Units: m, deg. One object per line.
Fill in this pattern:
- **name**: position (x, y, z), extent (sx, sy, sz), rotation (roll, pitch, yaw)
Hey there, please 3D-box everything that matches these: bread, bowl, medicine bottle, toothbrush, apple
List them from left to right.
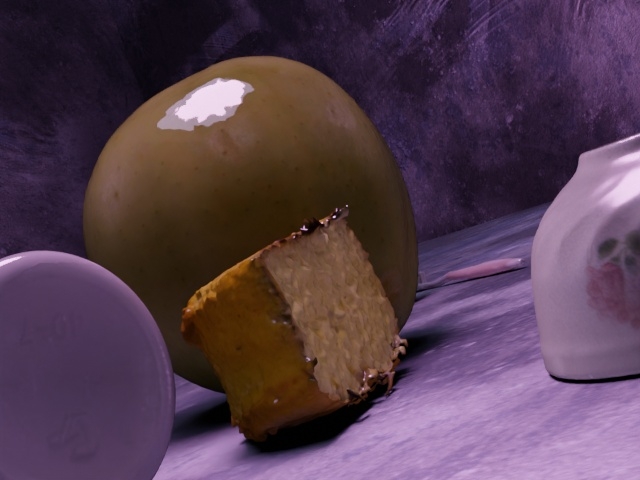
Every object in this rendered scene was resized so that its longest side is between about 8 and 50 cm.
- **medicine bottle**: position (-0.295, 0.143, 0.987), extent (0.340, 0.208, 0.208), rotation (-19, 1, 45)
- **apple**: position (-0.073, -0.009, 1.288), extent (0.357, 0.357, 0.357), rotation (-20, 1, 0)
- **bread**: position (-0.031, 0.080, 1.029), extent (0.147, 0.160, 0.260), rotation (-26, 5, 21)
- **toothbrush**: position (0.210, 0.047, 1.817), extent (0.025, 0.029, 0.307), rotation (-12, -3, -29)
- **bowl**: position (0.265, -0.015, 0.830), extent (0.277, 0.145, 0.277), rotation (-18, -1, 0)
